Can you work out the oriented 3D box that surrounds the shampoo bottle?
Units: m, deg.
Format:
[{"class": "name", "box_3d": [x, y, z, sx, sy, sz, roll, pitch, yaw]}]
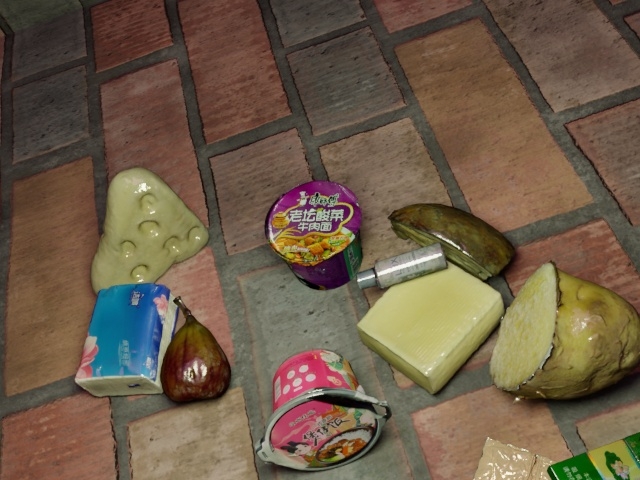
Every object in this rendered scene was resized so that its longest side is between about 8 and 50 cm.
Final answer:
[{"class": "shampoo bottle", "box_3d": [0.190, 0.066, 1.773, 0.214, 0.072, 0.072, -18, 52, 9]}]

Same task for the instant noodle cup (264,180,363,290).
[{"class": "instant noodle cup", "box_3d": [0.000, 0.000, 1.935, 0.251, 0.190, 0.251, -7, 55, 10]}]

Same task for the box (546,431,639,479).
[{"class": "box", "box_3d": [0.589, 0.474, 1.503, 0.235, 0.034, 0.132, -15, 51, -11]}]

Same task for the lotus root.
[{"class": "lotus root", "box_3d": [0.332, -0.020, 1.875, 0.314, 0.210, 0.142, 31, 79, 17]}]

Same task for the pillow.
[{"class": "pillow", "box_3d": [0.435, 0.498, 1.554, 0.232, 0.043, 0.126, 16, 56, 28]}]

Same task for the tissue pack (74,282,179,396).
[{"class": "tissue pack", "box_3d": [-0.489, 0.250, 1.926, 0.209, 0.137, 0.270, -3, 54, 12]}]

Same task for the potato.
[{"class": "potato", "box_3d": [0.542, 0.227, 1.607, 0.237, 0.289, 0.301, 22, 64, -9]}]

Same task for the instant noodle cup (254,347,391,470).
[{"class": "instant noodle cup", "box_3d": [-0.007, 0.357, 1.667, 0.302, 0.258, 0.182, -13, 39, -1]}]

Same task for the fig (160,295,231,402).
[{"class": "fig", "box_3d": [-0.319, 0.266, 1.853, 0.170, 0.145, 0.274, -17, 67, 3]}]

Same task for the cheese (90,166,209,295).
[{"class": "cheese", "box_3d": [-0.504, -0.024, 2.006, 0.351, 0.328, 0.129, -34, 47, -10]}]

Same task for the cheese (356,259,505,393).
[{"class": "cheese", "box_3d": [0.259, 0.187, 1.770, 0.265, 0.124, 0.242, -44, 56, -17]}]
